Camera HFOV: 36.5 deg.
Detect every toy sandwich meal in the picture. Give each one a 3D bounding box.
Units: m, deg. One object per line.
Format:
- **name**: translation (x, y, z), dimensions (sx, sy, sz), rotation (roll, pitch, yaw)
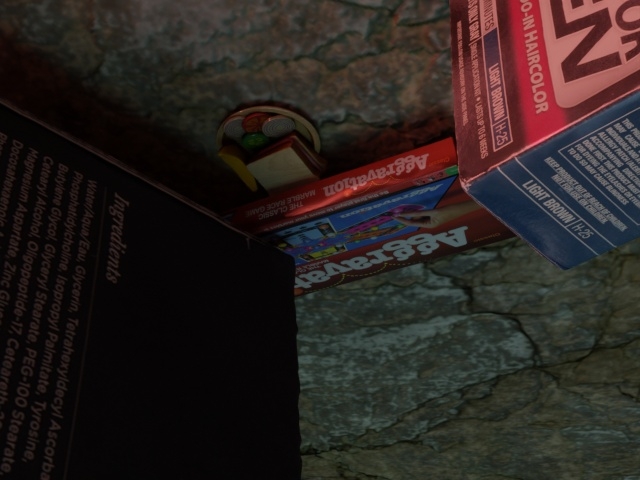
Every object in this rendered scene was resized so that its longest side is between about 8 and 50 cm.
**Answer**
- **toy sandwich meal**: translation (-0.037, -0.063, 0.714), dimensions (0.085, 0.029, 0.085), rotation (1, 143, 1)

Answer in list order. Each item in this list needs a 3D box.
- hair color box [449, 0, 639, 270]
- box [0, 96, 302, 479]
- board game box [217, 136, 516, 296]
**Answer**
- **hair color box**: translation (0.232, -0.140, 0.486), dimensions (0.347, 0.174, 0.105), rotation (-30, 131, 34)
- **box**: translation (-0.341, 0.133, 0.642), dimensions (0.471, 0.297, 0.480), rotation (28, 130, -32)
- **board game box**: translation (0.000, 0.000, 0.771), dimensions (0.281, 0.027, 0.145), rotation (-17, 155, 23)
